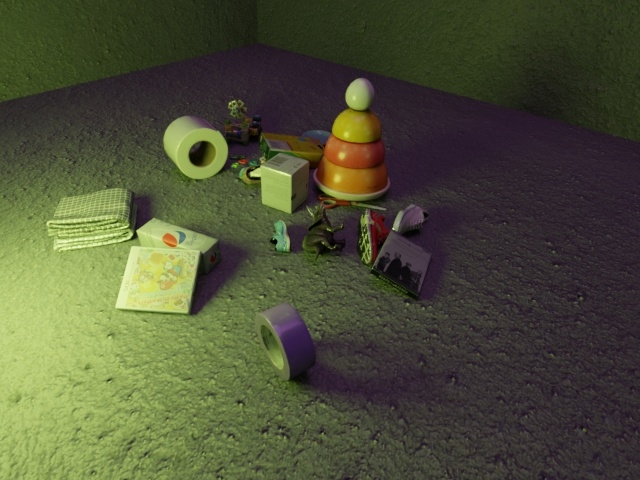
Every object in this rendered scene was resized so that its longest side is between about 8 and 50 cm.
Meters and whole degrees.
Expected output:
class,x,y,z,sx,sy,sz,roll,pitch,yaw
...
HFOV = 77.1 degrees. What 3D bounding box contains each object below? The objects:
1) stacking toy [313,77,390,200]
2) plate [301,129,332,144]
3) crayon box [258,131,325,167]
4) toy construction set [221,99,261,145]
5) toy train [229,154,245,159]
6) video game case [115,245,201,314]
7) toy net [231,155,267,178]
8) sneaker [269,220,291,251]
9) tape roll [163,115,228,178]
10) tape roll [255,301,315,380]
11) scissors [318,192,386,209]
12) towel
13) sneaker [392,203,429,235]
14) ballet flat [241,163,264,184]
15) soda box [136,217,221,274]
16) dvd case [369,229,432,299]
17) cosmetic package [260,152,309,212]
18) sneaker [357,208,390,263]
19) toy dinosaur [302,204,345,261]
class,x,y,z,sx,sy,sz,roll,pitch,yaw
stacking toy,0.159,-0.440,1.710,0.350,0.480,0.351,4,34,-3
plate,-0.011,-0.564,2.230,0.188,0.024,0.188,2,38,-2
crayon box,-0.129,-0.447,1.998,0.318,0.081,0.202,0,37,-23
toy construction set,-0.438,-0.634,2.201,0.215,0.151,0.328,2,50,-2
toy train,-0.419,-0.419,2.026,0.083,0.017,0.024,2,49,-2
video game case,-0.506,0.122,1.266,0.226,0.026,0.206,4,67,0
toy net,-0.312,-0.365,1.948,0.122,0.045,0.232,30,44,32
sneaker,-0.158,-0.018,1.511,0.073,0.063,0.162,-9,40,-10
tape roll,-0.572,-0.427,1.844,0.246,0.246,0.169,-23,45,-29
tape roll,-0.096,0.265,1.061,0.080,0.189,0.189,-21,45,-28
scissors,0.136,-0.170,1.752,0.297,0.021,0.109,1,37,0
towel,-0.847,-0.090,1.503,0.283,0.121,0.235,-9,40,-15
sneaker,0.361,-0.078,1.586,0.091,0.094,0.258,21,36,25
ballet flat,-0.201,-0.310,1.826,0.316,0.108,0.106,-13,-1,-9
soda box,-0.496,0.017,1.414,0.286,0.098,0.091,18,41,16
dvd case,0.288,0.077,1.408,0.179,0.030,0.239,31,43,4
cosmetic package,-0.149,-0.244,1.693,0.151,0.184,0.151,20,41,20
sneaker,0.210,-0.020,1.514,0.118,0.107,0.279,16,43,-7
toy dinosaur,0.000,0.000,1.483,0.160,0.121,0.314,1,42,17
